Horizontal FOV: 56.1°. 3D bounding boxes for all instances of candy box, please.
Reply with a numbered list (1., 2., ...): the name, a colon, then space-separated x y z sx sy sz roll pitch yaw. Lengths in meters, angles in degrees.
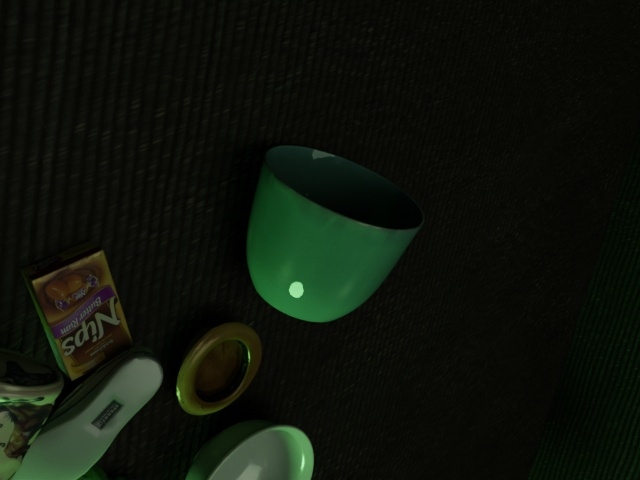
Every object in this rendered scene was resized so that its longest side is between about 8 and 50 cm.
1. candy box: -0.365 0.107 0.916 0.109 0.053 0.186 -29 127 -34

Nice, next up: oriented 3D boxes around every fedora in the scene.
1. fedora: -0.199 0.224 1.107 0.194 0.079 0.194 -25 129 -34

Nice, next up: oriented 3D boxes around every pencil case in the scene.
1. pencil case: -0.493 0.325 0.782 0.160 0.183 0.410 26 91 -7

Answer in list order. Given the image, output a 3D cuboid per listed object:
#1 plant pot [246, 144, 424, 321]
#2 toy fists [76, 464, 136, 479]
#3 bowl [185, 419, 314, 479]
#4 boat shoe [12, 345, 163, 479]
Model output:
1. plant pot: 0.000 0.000 1.072 0.293 0.293 0.235 -2 125 -44
2. toy fists: -0.387 0.453 1.012 0.142 0.096 0.279 -47 135 -9
3. bowl: -0.166 0.475 1.206 0.298 0.134 0.297 -20 121 -38
4. boat shoe: -0.359 0.267 0.924 0.267 0.088 0.096 -48 114 -9
